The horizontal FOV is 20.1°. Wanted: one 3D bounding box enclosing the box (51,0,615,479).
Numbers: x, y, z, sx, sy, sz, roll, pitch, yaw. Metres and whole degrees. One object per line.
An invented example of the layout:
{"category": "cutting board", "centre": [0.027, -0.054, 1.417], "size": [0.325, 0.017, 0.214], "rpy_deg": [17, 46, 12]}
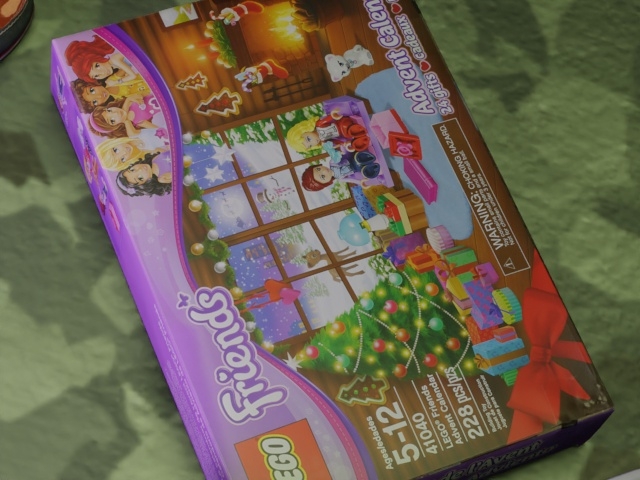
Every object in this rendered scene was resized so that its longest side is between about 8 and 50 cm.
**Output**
{"category": "box", "centre": [0.000, 0.000, 0.951], "size": [0.201, 0.057, 0.293], "rpy_deg": [-18, 68, -17]}

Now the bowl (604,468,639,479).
{"category": "bowl", "centre": [0.175, 0.266, 0.789], "size": [0.312, 0.163, 0.311], "rpy_deg": [4, 64, -8]}

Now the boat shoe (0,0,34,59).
{"category": "boat shoe", "centre": [-0.213, -0.110, 0.978], "size": [0.137, 0.043, 0.049], "rpy_deg": [-31, 71, -23]}
